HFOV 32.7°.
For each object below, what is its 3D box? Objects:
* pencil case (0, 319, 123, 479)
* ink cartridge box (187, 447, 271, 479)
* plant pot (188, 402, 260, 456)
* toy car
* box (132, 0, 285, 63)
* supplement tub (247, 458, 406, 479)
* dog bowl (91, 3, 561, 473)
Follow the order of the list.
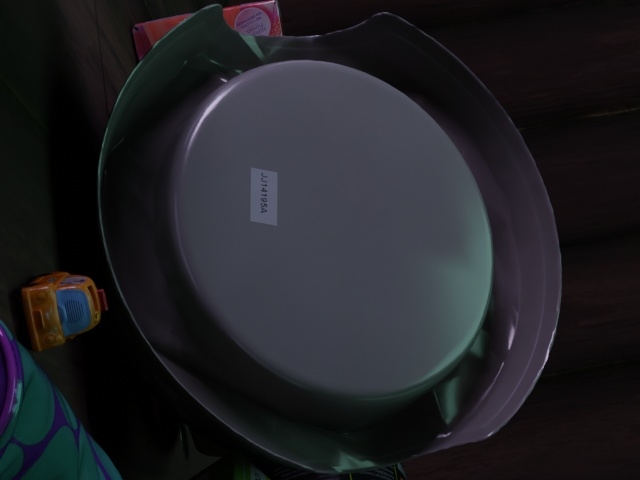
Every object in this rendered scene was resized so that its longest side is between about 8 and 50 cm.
[{"bbox_3d":[-0.113,0.082,0.390,0.152,0.064,0.070,79,-15,-59],"label":"pencil case"},{"bbox_3d":[-0.007,0.283,0.672,0.255,0.097,0.189,47,17,-26],"label":"ink cartridge box"},{"bbox_3d":[-0.052,-0.002,0.931,0.256,0.256,0.274,-96,161,-82],"label":"plant pot"},{"bbox_3d":[-0.125,0.071,0.561,0.060,0.040,0.122,78,2,-81],"label":"toy car"},{"bbox_3d":[-0.108,-0.182,1.238,0.300,0.154,0.142,-105,-174,-82],"label":"box"},{"bbox_3d":[0.010,0.338,1.335,0.338,0.207,0.207,-99,179,-45],"label":"supplement tub"},{"bbox_3d":[0.000,0.000,0.771,0.102,0.348,0.349,-37,-123,56],"label":"dog bowl"}]
